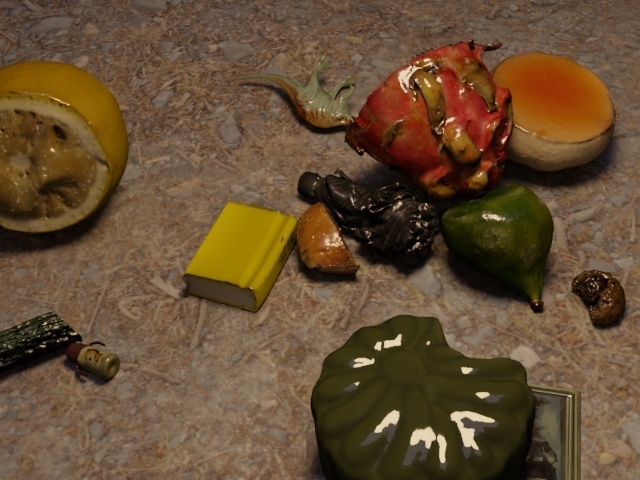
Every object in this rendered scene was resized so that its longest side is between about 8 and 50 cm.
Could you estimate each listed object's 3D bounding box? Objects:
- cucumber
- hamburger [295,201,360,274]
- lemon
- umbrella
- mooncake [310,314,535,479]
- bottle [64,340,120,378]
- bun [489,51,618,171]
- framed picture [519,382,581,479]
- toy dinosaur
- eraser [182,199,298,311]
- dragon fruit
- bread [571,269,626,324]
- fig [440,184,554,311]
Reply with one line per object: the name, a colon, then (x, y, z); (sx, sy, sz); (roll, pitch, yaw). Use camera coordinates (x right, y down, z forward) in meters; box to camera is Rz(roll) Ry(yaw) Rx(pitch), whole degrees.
cucumber: (-0.567, 0.200, 1.586); (0.265, 0.077, 0.077); (-23, 49, -17)
hamburger: (-0.004, 0.006, 1.720); (0.102, 0.087, 0.176); (-22, 60, -14)
lemon: (-0.563, -0.212, 1.814); (0.364, 0.364, 0.364); (-2, 46, 2)
umbrella: (0.085, -0.079, 1.766); (0.337, 0.154, 0.128); (39, 19, 32)
mooncake: (0.148, 0.280, 1.370); (0.352, 0.187, 0.351); (-5, 46, 5)
bottle: (-0.412, 0.211, 1.582); (0.101, 0.047, 0.063); (18, 40, 22)
bun: (0.477, -0.256, 1.899); (0.299, 0.164, 0.298); (3, 54, -4)
framed picture: (0.303, 0.343, 1.428); (0.232, 0.019, 0.296); (6, 47, 9)
toy dinosaur: (-0.015, -0.349, 2.077); (0.393, 0.092, 0.205); (20, 56, 11)
eraser: (-0.152, 0.026, 1.732); (0.158, 0.069, 0.226); (11, 48, 17)
dragon fruit: (0.247, -0.203, 1.711); (0.296, 0.314, 0.262); (-14, 67, -45)
bread: (0.517, 0.097, 1.626); (0.082, 0.060, 0.113); (-16, 45, -8)
fig: (0.351, 0.022, 1.667); (0.203, 0.235, 0.203); (-23, 6, 3)
